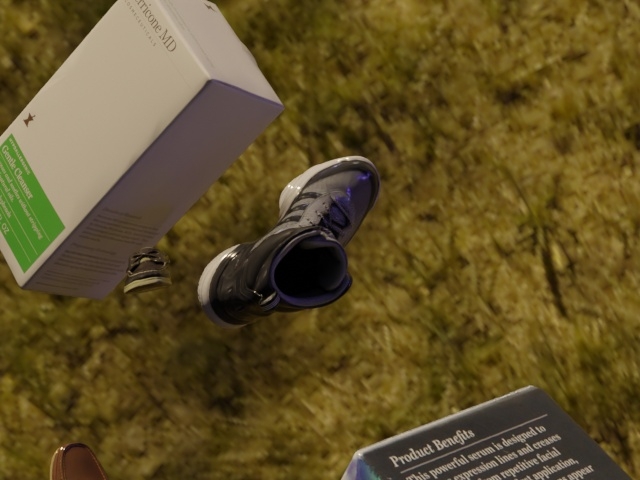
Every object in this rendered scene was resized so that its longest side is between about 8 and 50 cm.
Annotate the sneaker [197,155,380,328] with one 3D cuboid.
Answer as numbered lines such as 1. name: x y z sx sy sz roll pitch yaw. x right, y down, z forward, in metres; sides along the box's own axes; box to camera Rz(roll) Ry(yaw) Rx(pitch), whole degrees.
1. sneaker: 0.000 0.000 1.550 0.268 0.101 0.153 -43 21 -27

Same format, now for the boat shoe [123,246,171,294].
1. boat shoe: -0.196 0.033 1.612 0.056 0.152 0.049 -9 91 -6

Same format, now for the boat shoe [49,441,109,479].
1. boat shoe: -0.218 0.275 1.402 0.060 0.064 0.178 -50 51 48

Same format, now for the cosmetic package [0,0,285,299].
1. cosmetic package: -0.244 -0.119 1.762 0.365 0.155 0.197 -47 60 20

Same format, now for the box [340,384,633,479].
1. box: 0.163 0.356 1.035 0.395 0.212 0.293 46 129 30
